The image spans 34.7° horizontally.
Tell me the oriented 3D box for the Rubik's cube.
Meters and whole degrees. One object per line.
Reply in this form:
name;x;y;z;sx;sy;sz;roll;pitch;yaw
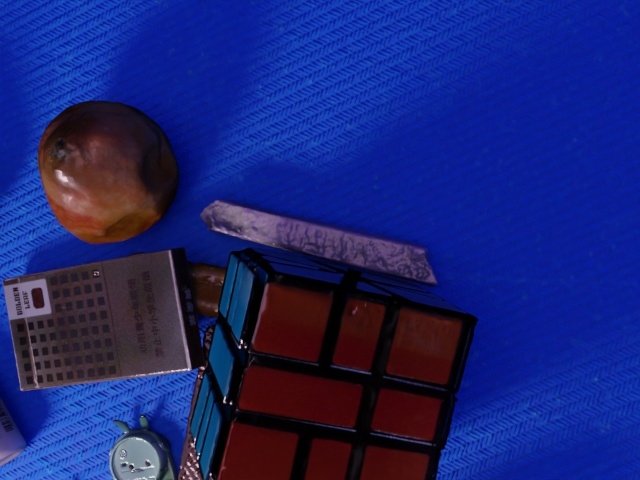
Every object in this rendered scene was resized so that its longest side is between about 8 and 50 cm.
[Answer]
Rubik's cube;0.003;0.178;1.339;0.293;0.288;0.284;15;94;-14

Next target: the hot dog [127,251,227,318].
hot dog;-0.164;0.075;1.531;0.288;0.068;0.083;12;81;18

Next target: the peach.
peach;-0.318;-0.109;1.489;0.214;0.235;0.214;-2;80;9

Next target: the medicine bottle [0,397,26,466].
medicine bottle;-0.546;0.268;1.599;0.102;0.103;0.187;-33;83;11

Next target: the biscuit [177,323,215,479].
biscuit;-0.145;0.318;1.520;0.107;0.073;0.389;11;91;15

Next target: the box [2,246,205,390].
box;-0.331;0.122;1.541;0.324;0.047;0.180;-10;90;27

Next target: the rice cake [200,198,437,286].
rice cake;0.000;0.000;1.490;0.364;0.072;0.056;13;89;13

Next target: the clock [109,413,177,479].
clock;-0.277;0.334;1.565;0.101;0.041;0.135;-12;86;13
